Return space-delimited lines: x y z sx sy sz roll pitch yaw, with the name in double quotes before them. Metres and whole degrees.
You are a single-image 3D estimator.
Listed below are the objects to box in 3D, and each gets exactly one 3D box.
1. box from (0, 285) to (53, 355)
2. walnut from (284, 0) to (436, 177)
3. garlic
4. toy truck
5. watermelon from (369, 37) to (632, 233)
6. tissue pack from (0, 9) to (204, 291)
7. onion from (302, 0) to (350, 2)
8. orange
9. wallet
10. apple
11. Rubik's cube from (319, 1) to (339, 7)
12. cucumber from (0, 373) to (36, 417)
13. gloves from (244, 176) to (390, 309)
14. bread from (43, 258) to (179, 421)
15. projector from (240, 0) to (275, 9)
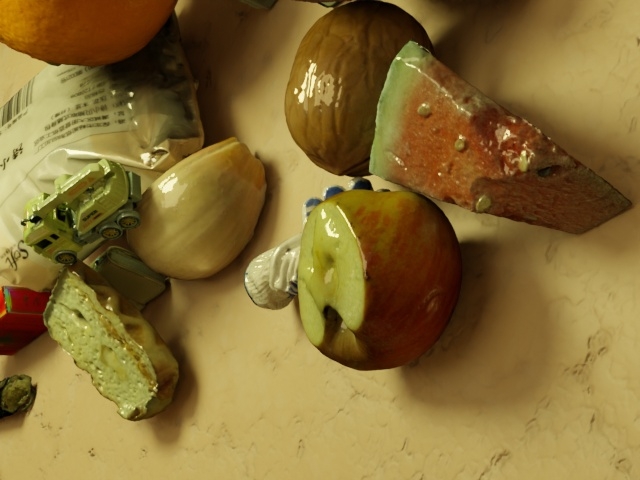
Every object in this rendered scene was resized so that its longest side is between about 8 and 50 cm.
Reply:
"box" -0.491 0.127 1.876 0.175 0.112 0.048 -32 64 37
"walnut" 0.044 -0.167 1.323 0.167 0.167 0.207 -3 64 49
"garlic" -0.171 -0.030 1.574 0.245 0.145 0.164 -38 18 36
"toy truck" -0.308 -0.042 1.510 0.169 0.100 0.077 -27 52 26
"watermelon" 0.171 -0.077 1.156 0.256 0.193 0.140 33 102 36
"tissue pack" -0.335 -0.145 1.728 0.375 0.195 0.390 -38 39 22
"onion" 0.095 -0.323 1.295 0.283 0.227 0.120 2 110 11
"orange" -0.331 -0.378 1.591 0.312 0.312 0.312 -22 60 43
"wallet" -0.298 0.071 1.675 0.155 0.110 0.039 -36 42 34
"apple" 0.062 0.042 1.222 0.195 0.160 0.173 138 142 -63
"Rubik's cube" 0.002 -0.408 1.479 0.155 0.154 0.151 -30 55 40
"cucumber" -0.546 0.263 1.933 0.245 0.067 0.067 -19 62 47
"gloves" 0.002 0.006 1.368 0.229 0.097 0.119 -45 0 39
"bread" -0.276 0.134 1.587 0.232 0.088 0.128 47 122 14
"projector" -0.124 -0.392 1.652 0.061 0.115 0.147 -51 43 27
